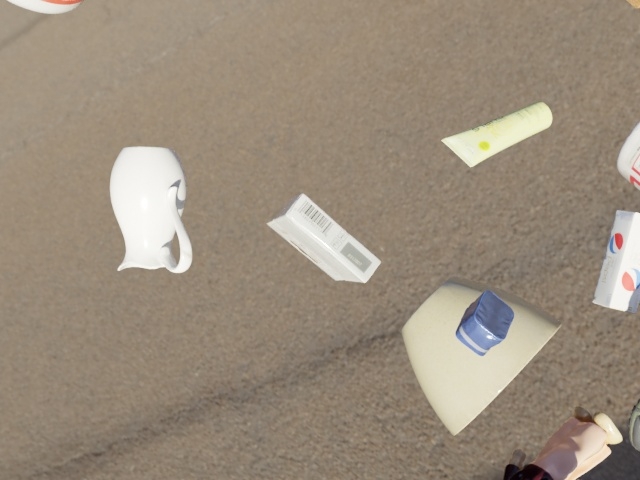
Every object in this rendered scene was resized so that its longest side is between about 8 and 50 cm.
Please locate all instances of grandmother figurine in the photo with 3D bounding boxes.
[{"bbox_3d":[0.431,0.462,1.564,0.342,0.104,0.208,-35,4,-18],"label":"grandmother figurine"}]

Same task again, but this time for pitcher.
[{"bbox_3d":[-0.269,-0.050,1.339,0.177,0.125,0.207,3,94,43],"label":"pitcher"}]

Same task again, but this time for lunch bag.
[{"bbox_3d":[0.265,0.134,1.316,0.065,0.067,0.098,-50,0,42],"label":"lunch bag"}]

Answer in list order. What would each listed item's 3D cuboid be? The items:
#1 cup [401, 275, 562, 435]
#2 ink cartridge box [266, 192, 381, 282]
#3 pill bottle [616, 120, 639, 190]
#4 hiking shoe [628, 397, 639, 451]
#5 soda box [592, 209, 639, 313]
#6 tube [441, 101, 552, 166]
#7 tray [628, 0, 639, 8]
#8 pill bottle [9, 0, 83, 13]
[{"bbox_3d":[0.315,0.217,1.740,0.237,0.331,0.331,44,87,13],"label":"cup"},{"bbox_3d":[0.000,0.000,1.511,0.066,0.189,0.232,-51,8,-5],"label":"ink cartridge box"},{"bbox_3d":[0.871,-0.114,1.766,0.229,0.229,0.408,-41,60,2],"label":"pill bottle"},{"bbox_3d":[0.670,0.320,1.517,0.227,0.086,0.114,-62,30,17],"label":"hiking shoe"},{"bbox_3d":[0.673,0.046,1.780,0.069,0.073,0.216,-154,77,-73],"label":"soda box"},{"bbox_3d":[0.371,-0.220,1.666,0.240,0.062,0.070,-25,13,-22],"label":"tube"},{"bbox_3d":[0.350,-0.292,0.513,0.411,0.203,0.076,-29,74,-33],"label":"tray"},{"bbox_3d":[-0.299,-0.444,0.987,0.323,0.181,0.182,-38,38,35],"label":"pill bottle"}]
